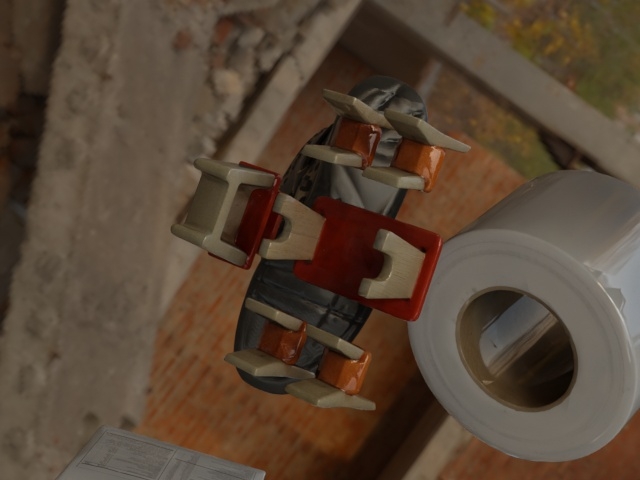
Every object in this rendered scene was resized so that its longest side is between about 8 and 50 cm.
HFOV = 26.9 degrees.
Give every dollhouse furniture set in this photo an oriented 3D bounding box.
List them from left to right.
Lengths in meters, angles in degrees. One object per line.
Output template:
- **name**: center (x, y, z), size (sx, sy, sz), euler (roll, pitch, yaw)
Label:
- **dollhouse furniture set**: center (0.000, 0.000, 1.250), size (0.135, 0.259, 0.262), euler (17, 93, -52)

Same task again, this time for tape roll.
- **tape roll**: center (0.229, 0.072, 1.312), size (0.169, 0.246, 0.246), euler (-34, 163, -47)

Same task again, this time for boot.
- **boot**: center (-0.003, -0.002, 1.598), size (0.284, 0.138, 0.377), euler (167, -56, -81)

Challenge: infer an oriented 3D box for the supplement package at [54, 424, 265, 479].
- **supplement package**: center (-0.188, 0.339, 1.376), size (0.263, 0.198, 0.199), euler (-63, 169, -81)
